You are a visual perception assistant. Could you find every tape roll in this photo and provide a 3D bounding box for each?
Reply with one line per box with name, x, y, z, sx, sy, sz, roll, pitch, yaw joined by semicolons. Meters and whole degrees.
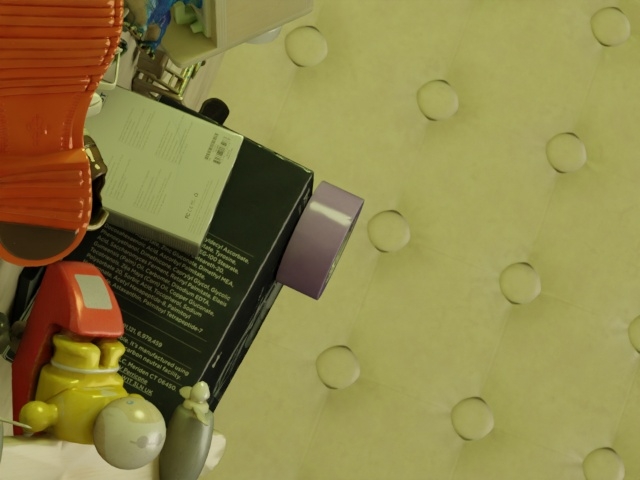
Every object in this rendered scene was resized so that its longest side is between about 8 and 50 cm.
tape roll;0.000;0.000;1.643;0.189;0.080;0.189;-64;176;-8

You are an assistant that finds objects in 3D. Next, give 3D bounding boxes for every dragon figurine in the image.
dragon figurine;-0.213;-0.328;1.305;0.144;0.085;0.289;-49;175;-5

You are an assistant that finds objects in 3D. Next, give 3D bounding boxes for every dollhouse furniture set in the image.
dollhouse furniture set;-0.248;-0.347;1.735;0.161;0.101;0.182;134;-22;-69

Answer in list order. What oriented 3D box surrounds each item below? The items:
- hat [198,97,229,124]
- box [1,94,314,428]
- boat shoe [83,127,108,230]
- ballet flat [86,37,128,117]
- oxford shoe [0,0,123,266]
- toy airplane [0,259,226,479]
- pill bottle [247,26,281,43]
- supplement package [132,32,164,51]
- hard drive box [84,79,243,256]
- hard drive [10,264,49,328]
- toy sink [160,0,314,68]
hat;-0.323;-0.169;1.981;0.331;0.134;0.331;-58;174;-9
box;-0.247;0.081;1.685;0.472;0.297;0.480;-63;176;-12
boat shoe;-0.319;-0.044;1.238;0.095;0.095;0.257;-40;171;-28
ballet flat;-0.290;-0.193;1.209;0.070;0.070;0.188;119;-9;-59
oxford shoe;-0.267;-0.161;0.883;0.133;0.130;0.364;49;-49;48
toy airplane;-0.302;0.265;1.214;0.272;0.384;0.386;-9;-148;39
pill bottle;-0.121;-0.634;2.183;0.363;0.210;0.210;116;-7;-46
supplement package;-0.218;-0.396;1.572;0.105;0.105;0.179;117;-7;-54
hard drive box;-0.252;-0.105;1.421;0.089;0.232;0.181;131;-19;-75
hard drive;-0.441;0.074;1.497;0.094;0.022;0.135;-73;-174;-50
toy sink;-0.143;-0.383;1.419;0.234;0.153;0.131;-27;158;-17
